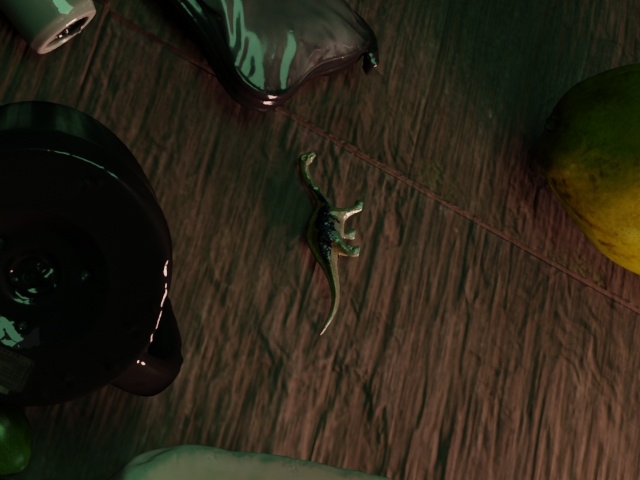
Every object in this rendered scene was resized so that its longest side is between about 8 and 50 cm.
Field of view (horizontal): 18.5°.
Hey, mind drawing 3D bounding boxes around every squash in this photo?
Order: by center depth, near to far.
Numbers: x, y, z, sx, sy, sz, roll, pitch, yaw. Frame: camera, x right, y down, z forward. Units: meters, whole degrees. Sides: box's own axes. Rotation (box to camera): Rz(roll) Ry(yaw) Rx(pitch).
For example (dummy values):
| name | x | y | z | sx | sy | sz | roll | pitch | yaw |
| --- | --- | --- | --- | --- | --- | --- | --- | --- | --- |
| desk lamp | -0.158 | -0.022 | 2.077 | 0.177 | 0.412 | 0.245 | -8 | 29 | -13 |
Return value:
| name | x | y | z | sx | sy | sz | roll | pitch | yaw |
| --- | --- | --- | --- | --- | --- | --- | --- | --- | --- |
| squash | -0.293 | 0.101 | 1.504 | 0.201 | 0.066 | 0.066 | 52 | 49 | 1 |

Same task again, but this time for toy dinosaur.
| name | x | y | z | sx | sy | sz | roll | pitch | yaw |
| --- | --- | --- | --- | --- | --- | --- | --- | --- | --- |
| toy dinosaur | 0.015 | -0.001 | 1.793 | 0.058 | 0.037 | 0.180 | -2 | 57 | -9 |

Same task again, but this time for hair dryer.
| name | x | y | z | sx | sy | sz | roll | pitch | yaw |
| --- | --- | --- | --- | --- | --- | --- | --- | --- | --- |
| hair dryer | -0.199 | -0.277 | 1.749 | 0.236 | 0.073 | 0.131 | -37 | 89 | -26 |

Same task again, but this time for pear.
| name | x | y | z | sx | sy | sz | roll | pitch | yaw |
| --- | --- | --- | --- | --- | --- | --- | --- | --- | --- |
| pear | 0.345 | -0.069 | 1.939 | 0.269 | 0.212 | 0.212 | 20 | 53 | -4 |

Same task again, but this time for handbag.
| name | x | y | z | sx | sy | sz | roll | pitch | yaw |
| --- | --- | --- | --- | --- | --- | --- | --- | --- | --- |
| handbag | -0.090 | -0.267 | 1.852 | 0.332 | 0.075 | 0.191 | 51 | 45 | 5 |

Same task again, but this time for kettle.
| name | x | y | z | sx | sy | sz | roll | pitch | yaw |
| --- | --- | --- | --- | --- | --- | --- | --- | --- | --- |
| kettle | -0.203 | -0.014 | 1.527 | 0.250 | 0.207 | 0.271 | 15 | 19 | -14 |

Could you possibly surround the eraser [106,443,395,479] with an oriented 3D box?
| name | x | y | z | sx | sy | sz | roll | pitch | yaw |
| --- | --- | --- | --- | --- | --- | --- | --- | --- | --- |
| eraser | -0.027 | 0.330 | 1.502 | 0.331 | 0.150 | 0.331 | 15 | 59 | -27 |
